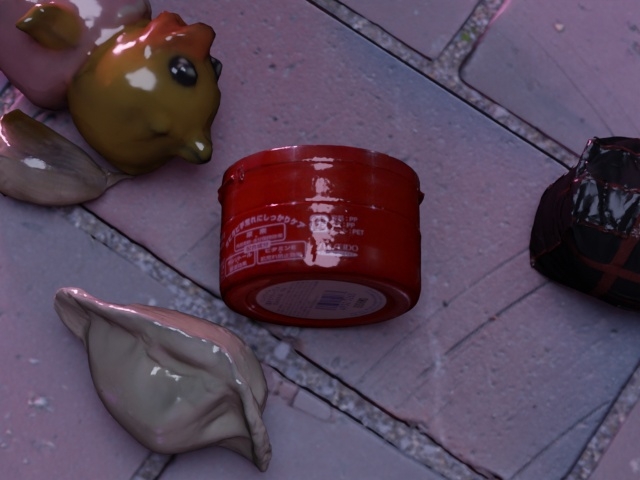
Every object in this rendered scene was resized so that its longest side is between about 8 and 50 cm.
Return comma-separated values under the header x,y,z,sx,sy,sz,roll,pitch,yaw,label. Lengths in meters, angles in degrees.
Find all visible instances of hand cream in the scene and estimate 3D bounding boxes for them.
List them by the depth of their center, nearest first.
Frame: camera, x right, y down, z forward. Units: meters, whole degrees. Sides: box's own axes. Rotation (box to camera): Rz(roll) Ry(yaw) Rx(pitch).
x,y,z,sx,sy,sz,roll,pitch,yaw,label
0.000,0.000,1.703,0.193,0.193,0.125,3,72,-4,hand cream

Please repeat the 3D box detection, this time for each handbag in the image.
x,y,z,sx,sy,sz,roll,pitch,yaw,label
0.318,-0.011,1.744,0.215,0.169,0.155,13,71,-1,handbag

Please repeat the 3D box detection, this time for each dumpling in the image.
x,y,z,sx,sy,sz,roll,pitch,yaw,label
-0.136,0.110,1.657,0.252,0.179,0.131,40,73,8,dumpling

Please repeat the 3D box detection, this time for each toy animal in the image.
x,y,z,sx,sy,sz,roll,pitch,yaw,label
-0.205,-0.175,1.767,0.281,0.195,0.169,37,111,13,toy animal

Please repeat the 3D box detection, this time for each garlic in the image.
x,y,z,sx,sy,sz,roll,pitch,yaw,label
-0.264,-0.072,1.770,0.152,0.066,0.084,28,70,6,garlic
